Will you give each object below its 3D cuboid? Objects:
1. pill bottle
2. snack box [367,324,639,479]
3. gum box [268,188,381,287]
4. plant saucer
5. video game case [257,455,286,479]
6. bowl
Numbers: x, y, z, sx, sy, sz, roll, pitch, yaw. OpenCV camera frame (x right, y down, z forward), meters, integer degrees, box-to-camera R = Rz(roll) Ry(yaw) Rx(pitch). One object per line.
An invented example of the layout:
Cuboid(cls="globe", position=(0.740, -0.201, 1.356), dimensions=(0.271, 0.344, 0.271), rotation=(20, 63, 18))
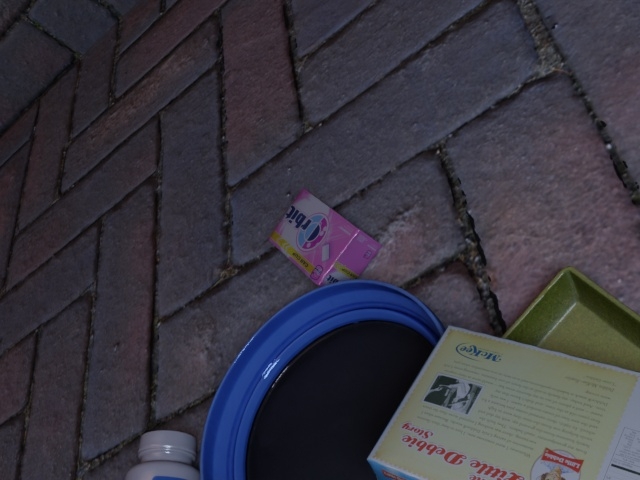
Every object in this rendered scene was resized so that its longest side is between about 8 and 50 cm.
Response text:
Cuboid(cls="pill bottle", position=(-0.242, 0.411, 1.100), dimensions=(0.124, 0.124, 0.221), rotation=(-24, 49, 33))
Cuboid(cls="snack box", position=(0.225, 0.199, 0.687), dimensions=(0.322, 0.060, 0.187), rotation=(11, 50, 39))
Cuboid(cls="gum box", position=(0.000, 0.000, 1.176), dimensions=(0.107, 0.062, 0.188), rotation=(-54, 40, 3))
Cuboid(cls="plant saucer", position=(0.285, 0.151, 0.802), dimensions=(0.188, 0.045, 0.188), rotation=(-51, 40, 8))
Cuboid(cls="video game case", position=(-0.049, 0.401, 0.954), dimensions=(0.274, 0.026, 0.196), rotation=(-41, 45, 5))
Cuboid(cls="bowl", position=(0.013, 0.236, 0.947), dimensions=(0.391, 0.077, 0.391), rotation=(-25, 42, 25))
